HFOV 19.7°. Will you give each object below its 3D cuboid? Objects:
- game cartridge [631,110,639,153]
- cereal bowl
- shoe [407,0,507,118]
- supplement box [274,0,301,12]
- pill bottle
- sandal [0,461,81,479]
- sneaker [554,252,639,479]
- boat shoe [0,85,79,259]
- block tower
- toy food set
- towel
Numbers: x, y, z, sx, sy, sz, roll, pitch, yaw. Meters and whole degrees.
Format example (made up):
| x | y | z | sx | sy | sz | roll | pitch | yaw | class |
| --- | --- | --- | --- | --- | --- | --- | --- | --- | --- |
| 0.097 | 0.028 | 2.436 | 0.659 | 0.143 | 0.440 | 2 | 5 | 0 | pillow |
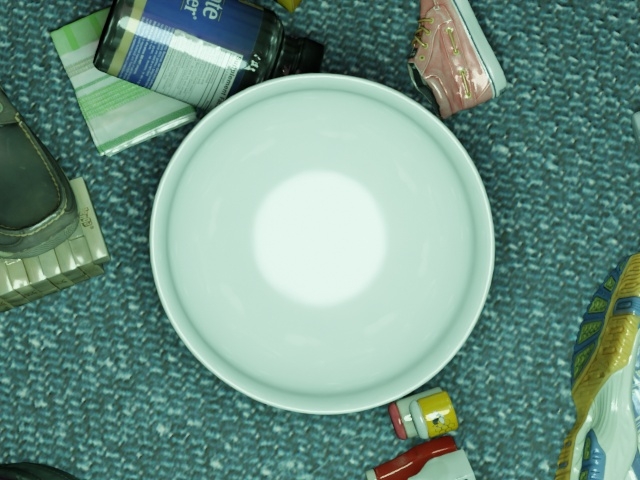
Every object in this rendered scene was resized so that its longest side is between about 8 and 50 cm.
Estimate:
| x | y | z | sx | sy | sz | roll | pitch | yaw | class |
| --- | --- | --- | --- | --- | --- | --- | --- | --- | --- |
| 0.459 | -0.021 | 1.912 | 0.196 | 0.060 | 0.294 | -17 | 81 | 1 | game cartridge |
| 0.000 | 0.000 | 1.852 | 0.339 | 0.141 | 0.339 | 0 | 94 | -2 | cereal bowl |
| 0.121 | -0.217 | 1.940 | 0.081 | 0.063 | 0.178 | -27 | 86 | -9 | shoe |
| -0.054 | -0.383 | 1.936 | 0.194 | 0.129 | 0.191 | 36 | 83 | 6 | supplement box |
| -0.113 | -0.196 | 1.901 | 0.219 | 0.123 | 0.123 | 20 | 81 | -10 | pill bottle |
| -0.236 | 0.305 | 1.832 | 0.445 | 0.167 | 0.107 | 19 | 56 | -4 | sandal |
| 0.326 | 0.164 | 1.871 | 0.131 | 0.112 | 0.296 | 15 | 82 | -15 | sneaker |
| -0.372 | -0.118 | 1.839 | 0.132 | 0.130 | 0.355 | -39 | 60 | -15 | boat shoe |
| -0.381 | 0.040 | 1.891 | 0.335 | 0.097 | 0.091 | -20 | 81 | -1 | block tower |
| 0.096 | 0.243 | 1.825 | 0.104 | 0.111 | 0.232 | -18 | 125 | -2 | toy food set |
| -0.209 | -0.175 | 1.961 | 0.113 | 0.023 | 0.152 | -23 | 79 | -5 | towel |
